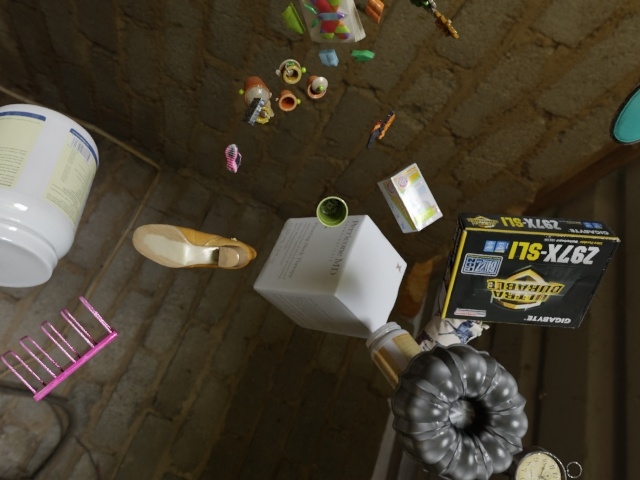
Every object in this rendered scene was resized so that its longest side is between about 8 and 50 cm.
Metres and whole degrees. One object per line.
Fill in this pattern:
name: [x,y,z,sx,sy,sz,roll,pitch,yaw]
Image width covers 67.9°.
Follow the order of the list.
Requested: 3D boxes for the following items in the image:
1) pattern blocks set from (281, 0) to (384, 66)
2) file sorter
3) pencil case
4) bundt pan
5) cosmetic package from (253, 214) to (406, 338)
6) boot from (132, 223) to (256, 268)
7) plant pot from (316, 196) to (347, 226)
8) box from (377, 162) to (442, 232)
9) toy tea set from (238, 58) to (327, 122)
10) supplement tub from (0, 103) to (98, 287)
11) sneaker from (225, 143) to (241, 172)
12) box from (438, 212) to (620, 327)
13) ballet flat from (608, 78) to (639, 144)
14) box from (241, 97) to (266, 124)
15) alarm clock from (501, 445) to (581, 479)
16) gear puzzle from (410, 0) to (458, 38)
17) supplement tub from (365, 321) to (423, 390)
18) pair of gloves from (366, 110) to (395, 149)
pattern blocks set: [0.024,-0.589,1.231,0.285,0.325,0.026,2,-121,37]
file sorter: [-0.850,0.337,1.562,0.290,0.182,0.202,-42,-167,-22]
pencil case: [0.471,0.429,1.902,0.183,0.160,0.410,45,-72,33]
bundt pan: [0.339,0.411,1.127,0.124,0.330,0.331,104,9,-79]
cosmetic package: [0.041,0.132,1.757,0.393,0.327,0.330,-1,-126,41]
boot: [-0.329,0.023,1.284,0.211,0.295,0.104,-21,123,-89]
plant pot: [0.028,-0.086,1.299,0.083,0.083,0.079,-63,-169,13]
box: [0.300,-0.141,1.604,0.114,0.203,0.103,-31,-172,-18]
toy tea set: [-0.136,-0.552,1.789,0.200,0.336,0.124,61,7,-49]
supplement tub: [-0.615,-0.092,0.980,0.235,0.235,0.325,126,-30,-50]
sneaker: [-0.300,-0.295,1.667,0.057,0.047,0.119,-49,164,-37]
box: [0.448,0.072,1.065,0.079,0.321,0.257,-83,177,-57]
ballet flat: [0.762,-0.352,1.042,0.316,0.107,0.106,-58,173,28]
box: [-0.205,-0.396,1.455,0.083,0.018,0.067,-62,-147,1]
alarm clock: [0.556,0.581,1.186,0.064,0.192,0.129,83,1,-84]
gear puzzle: [0.230,-0.626,1.217,0.044,0.339,0.175,-44,170,20]
supplement tub: [0.244,0.363,1.450,0.200,0.144,0.144,52,-54,34]
pair of gloves: [0.123,-0.224,0.967,0.083,0.010,0.074,-43,167,-36]
